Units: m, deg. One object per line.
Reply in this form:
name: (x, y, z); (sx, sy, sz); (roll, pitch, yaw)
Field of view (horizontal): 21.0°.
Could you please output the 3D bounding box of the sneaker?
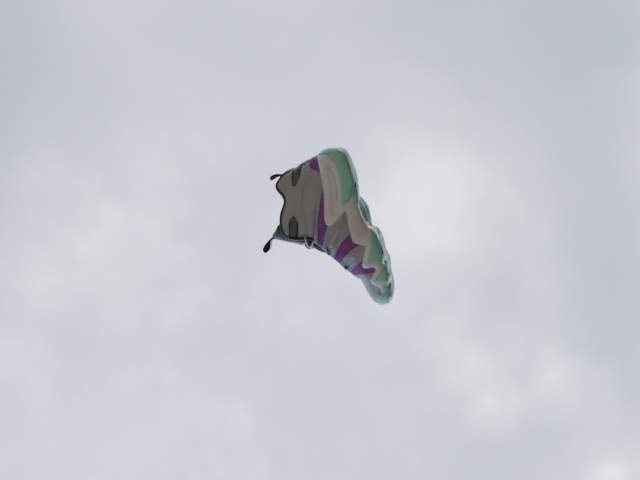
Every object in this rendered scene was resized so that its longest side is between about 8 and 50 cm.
sneaker: (0.000, 0.000, 1.018); (0.069, 0.038, 0.098); (-21, -90, 8)
